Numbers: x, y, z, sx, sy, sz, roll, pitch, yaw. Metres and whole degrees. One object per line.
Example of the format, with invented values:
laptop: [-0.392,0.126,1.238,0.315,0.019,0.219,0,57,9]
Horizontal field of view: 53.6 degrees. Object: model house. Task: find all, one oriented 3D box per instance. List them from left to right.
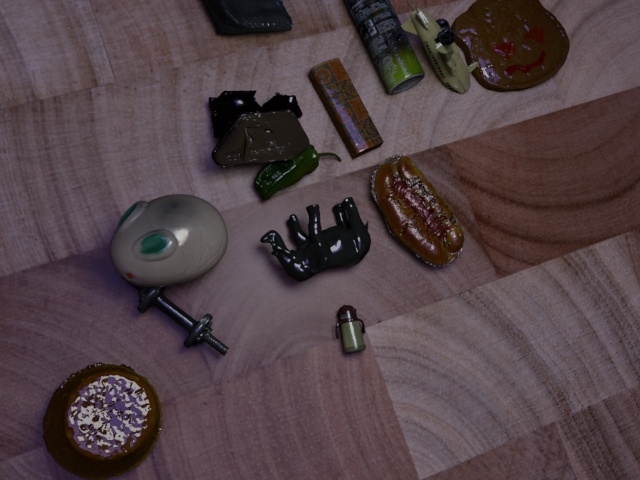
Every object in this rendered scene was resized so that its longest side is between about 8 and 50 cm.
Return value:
model house: [-0.135,-0.243,1.331,0.203,0.164,0.141,-2,117,-17]

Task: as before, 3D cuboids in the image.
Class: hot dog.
hot dog: [0.209,-0.061,1.382,0.144,0.075,0.268,-36,90,-18]

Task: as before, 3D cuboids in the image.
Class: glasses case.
glasses case: [0.056,-0.295,1.409,0.075,0.049,0.218,-27,86,-15]

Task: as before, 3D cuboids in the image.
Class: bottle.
bottle: [0.063,0.184,1.323,0.063,0.047,0.101,2,71,-48]
bottle: [0.128,-0.500,1.440,0.093,0.093,0.330,-23,85,-15]

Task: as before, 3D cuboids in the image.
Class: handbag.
handbag: [-0.180,-0.567,1.402,0.175,0.089,0.270,-19,80,-25]

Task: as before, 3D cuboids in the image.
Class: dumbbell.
dumbbell: [-0.284,0.142,1.239,0.254,0.081,0.081,37,75,-2]

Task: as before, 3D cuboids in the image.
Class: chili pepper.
chili pepper: [-0.052,-0.163,1.355,0.204,0.073,0.072,-34,73,-17]

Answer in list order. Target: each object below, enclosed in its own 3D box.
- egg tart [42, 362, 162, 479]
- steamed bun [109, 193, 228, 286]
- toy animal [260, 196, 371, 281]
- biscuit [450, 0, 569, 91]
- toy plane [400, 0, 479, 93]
egg tart: [-0.382,0.319,1.142,0.215,0.171,0.215,9,67,-22]
steamed bun: [-0.290,-0.009,1.212,0.228,0.130,0.177,-23,53,-26]
toy animal: [0.000,-0.001,1.307,0.245,0.114,0.146,-15,82,-13]
biscuit: [0.466,-0.487,1.532,0.273,0.049,0.257,-29,86,-17]
toy plane: [0.276,-0.434,1.434,0.092,0.229,0.244,-39,118,19]
